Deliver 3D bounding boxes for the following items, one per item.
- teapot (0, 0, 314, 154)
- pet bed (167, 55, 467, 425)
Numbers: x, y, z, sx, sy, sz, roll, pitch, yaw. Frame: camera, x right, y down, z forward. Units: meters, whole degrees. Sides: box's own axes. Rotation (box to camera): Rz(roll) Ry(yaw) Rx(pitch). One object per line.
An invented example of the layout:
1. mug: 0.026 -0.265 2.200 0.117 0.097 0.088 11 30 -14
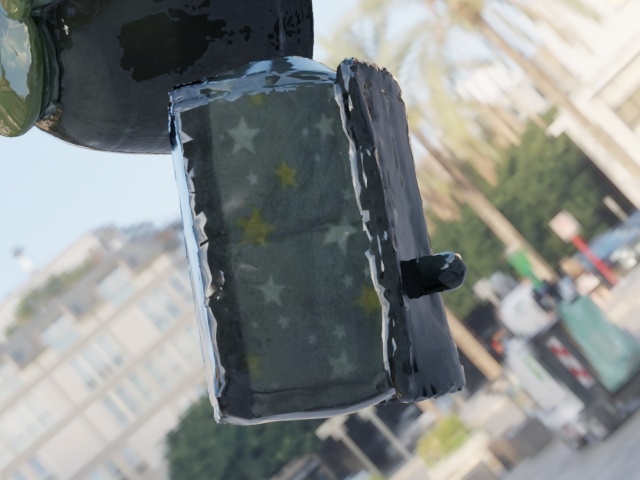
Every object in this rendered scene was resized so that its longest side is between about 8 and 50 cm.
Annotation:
1. teapot: -0.134 -0.171 1.173 0.239 0.239 0.322 -19 7 -32
2. pet bed: 0.000 0.000 0.965 0.159 0.210 0.183 -8 -7 -6
